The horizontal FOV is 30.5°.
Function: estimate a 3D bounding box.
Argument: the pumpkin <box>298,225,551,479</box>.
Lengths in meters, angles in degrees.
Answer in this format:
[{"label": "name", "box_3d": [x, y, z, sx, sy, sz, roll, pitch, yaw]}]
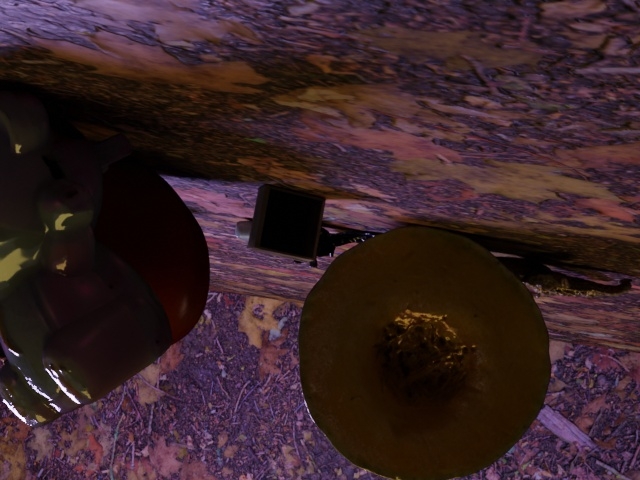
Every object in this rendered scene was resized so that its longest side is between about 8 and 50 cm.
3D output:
[{"label": "pumpkin", "box_3d": [0.134, 0.141, 1.589, 0.332, 0.332, 0.199, 10, -174, 3]}]

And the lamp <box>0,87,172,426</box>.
[{"label": "lamp", "box_3d": [-0.262, 0.001, 1.154, 0.247, 0.301, 0.247, -34, -176, -38]}]

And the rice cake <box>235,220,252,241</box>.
[{"label": "rice cake", "box_3d": [-0.079, -0.003, 1.828, 0.042, 0.030, 0.180, 5, 173, 21]}]

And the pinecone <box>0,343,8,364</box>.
[{"label": "pinecone", "box_3d": [-0.520, 0.141, 2.357, 0.384, 0.384, 0.384, 10, 174, 1]}]

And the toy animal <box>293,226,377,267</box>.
[{"label": "toy animal", "box_3d": [0.000, 0.000, 1.679, 0.220, 0.062, 0.108, 6, -169, 24]}]

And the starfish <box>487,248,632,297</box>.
[{"label": "starfish", "box_3d": [0.315, 0.057, 1.667, 0.231, 0.048, 0.295, 13, 176, -25]}]

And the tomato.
[{"label": "tomato", "box_3d": [-0.275, 0.011, 1.390, 0.299, 0.226, 0.298, 6, 180, 0]}]

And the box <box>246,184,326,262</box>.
[{"label": "box", "box_3d": [-0.039, -0.019, 1.404, 0.083, 0.079, 0.035, 12, 172, -19]}]
